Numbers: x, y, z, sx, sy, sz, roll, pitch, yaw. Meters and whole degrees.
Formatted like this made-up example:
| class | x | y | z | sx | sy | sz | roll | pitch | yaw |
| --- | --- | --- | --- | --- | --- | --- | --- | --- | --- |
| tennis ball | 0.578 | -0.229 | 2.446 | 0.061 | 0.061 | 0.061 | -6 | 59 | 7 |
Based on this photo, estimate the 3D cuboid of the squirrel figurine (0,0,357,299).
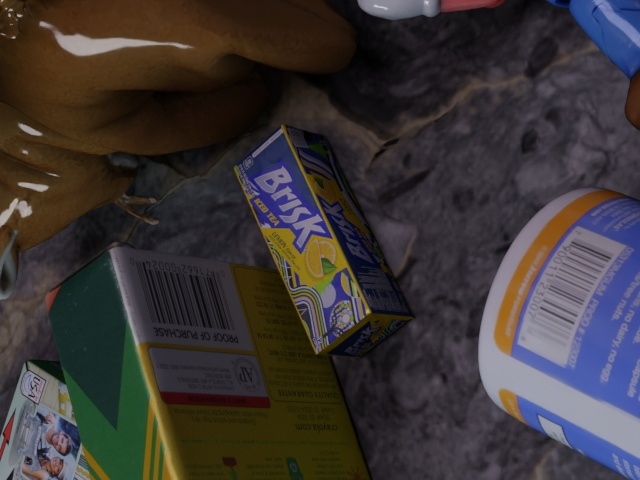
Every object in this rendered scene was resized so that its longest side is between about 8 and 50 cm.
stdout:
| class | x | y | z | sx | sy | sz | roll | pitch | yaw |
| --- | --- | --- | --- | --- | --- | --- | --- | --- | --- |
| squirrel figurine | -0.232 | -0.127 | 1.081 | 0.370 | 0.397 | 0.281 | -45 | 67 | 40 |

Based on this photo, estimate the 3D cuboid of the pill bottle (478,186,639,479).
| class | x | y | z | sx | sy | sz | roll | pitch | yaw |
| --- | --- | --- | --- | --- | --- | --- | --- | --- | --- |
| pill bottle | 0.235 | 0.081 | 0.816 | 0.272 | 0.152 | 0.152 | 26 | 99 | 38 |

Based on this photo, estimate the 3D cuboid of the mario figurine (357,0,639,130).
| class | x | y | z | sx | sy | sz | roll | pitch | yaw |
| --- | --- | --- | --- | --- | --- | --- | --- | --- | --- |
| mario figurine | 0.130 | -0.207 | 0.927 | 0.198 | 0.170 | 0.320 | -40 | 63 | -13 |

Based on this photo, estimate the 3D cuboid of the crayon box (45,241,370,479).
| class | x | y | z | sx | sy | sz | roll | pitch | yaw |
| --- | --- | --- | --- | --- | --- | --- | --- | --- | --- |
| crayon box | -0.056 | 0.168 | 1.003 | 0.081 | 0.202 | 0.319 | -33 | 63 | 31 |

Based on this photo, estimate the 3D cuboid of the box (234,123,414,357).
| class | x | y | z | sx | sy | sz | roll | pitch | yaw |
| --- | --- | --- | --- | --- | --- | --- | --- | --- | --- |
| box | 0.000 | 0.000 | 1.079 | 0.059 | 0.054 | 0.169 | -39 | 60 | 27 |

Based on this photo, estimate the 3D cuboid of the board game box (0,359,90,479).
| class | x | y | z | sx | sy | sz | roll | pitch | yaw |
| --- | --- | --- | --- | --- | --- | --- | --- | --- | --- |
| board game box | -0.213 | 0.284 | 1.213 | 0.213 | 0.046 | 0.317 | 24 | 98 | 39 |
